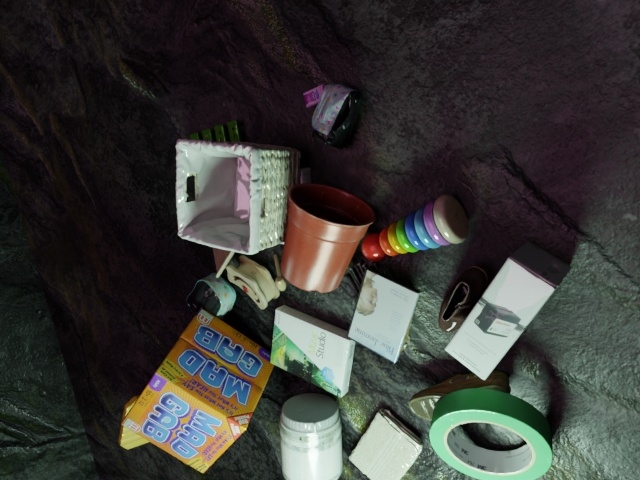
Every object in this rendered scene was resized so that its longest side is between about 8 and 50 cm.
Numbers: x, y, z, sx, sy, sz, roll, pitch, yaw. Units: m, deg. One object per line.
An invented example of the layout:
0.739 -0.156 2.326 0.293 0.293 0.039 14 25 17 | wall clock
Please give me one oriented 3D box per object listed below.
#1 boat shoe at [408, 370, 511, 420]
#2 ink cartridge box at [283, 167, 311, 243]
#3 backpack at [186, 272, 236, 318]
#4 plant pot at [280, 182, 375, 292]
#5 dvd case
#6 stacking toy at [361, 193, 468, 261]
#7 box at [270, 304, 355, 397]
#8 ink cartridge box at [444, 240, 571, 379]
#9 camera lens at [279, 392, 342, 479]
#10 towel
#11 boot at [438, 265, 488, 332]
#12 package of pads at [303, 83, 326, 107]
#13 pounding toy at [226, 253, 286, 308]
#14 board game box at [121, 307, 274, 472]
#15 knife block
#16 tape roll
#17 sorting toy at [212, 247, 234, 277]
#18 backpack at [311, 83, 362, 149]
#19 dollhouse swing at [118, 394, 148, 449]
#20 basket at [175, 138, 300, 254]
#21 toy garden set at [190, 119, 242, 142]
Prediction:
0.412 0.459 1.453 0.307 0.104 0.110 -18 111 33 | boat shoe
-0.163 -0.125 1.726 0.296 0.066 0.261 6 105 33 | ink cartridge box
-0.420 0.222 1.934 0.166 0.144 0.188 47 137 16 | backpack
0.000 0.000 1.524 0.272 0.272 0.265 31 119 25 | plant pot
0.185 0.227 1.490 0.180 0.022 0.253 25 114 27 | dvd case
0.257 -0.019 1.440 0.330 0.141 0.141 -22 88 43 | stacking toy
-0.034 0.393 1.767 0.322 0.058 0.232 18 110 31 | box
0.479 0.172 1.261 0.129 0.223 0.307 38 119 22 | ink cartridge box
-0.033 0.715 1.744 0.219 0.219 0.274 6 104 33 | camera lens
0.221 0.721 1.679 0.187 0.049 0.282 38 121 23 | towel
0.365 0.181 1.351 0.090 0.207 0.248 36 119 23 | boot
-0.013 -0.460 1.563 0.083 0.032 0.050 -13 91 36 | package of pads
-0.211 0.143 1.822 0.269 0.155 0.154 26 143 37 | pounding toy
-0.441 0.554 1.832 0.356 0.356 0.356 35 122 -6 | board game box
0.173 0.207 1.563 0.242 0.088 0.275 20 112 30 | knife block
0.472 0.550 1.371 0.321 0.077 0.321 12 128 16 | tape roll
-0.350 0.010 1.848 0.193 0.038 0.208 -53 35 31 | sorting toy
0.048 -0.377 1.477 0.115 0.152 0.182 25 103 17 | backpack
-0.645 0.824 2.139 0.315 0.305 0.346 30 116 25 | dollhouse swing
-0.257 -0.157 1.579 0.331 0.266 0.328 12 108 33 | basket
-0.370 -0.320 1.834 0.244 0.049 0.203 -6 96 34 | toy garden set
